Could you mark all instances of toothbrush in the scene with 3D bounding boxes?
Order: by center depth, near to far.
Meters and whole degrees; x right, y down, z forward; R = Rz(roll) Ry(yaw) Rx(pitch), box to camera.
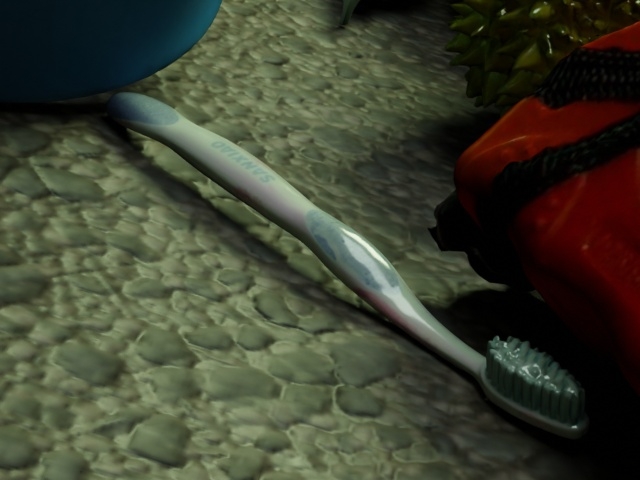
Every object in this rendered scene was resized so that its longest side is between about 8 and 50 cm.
[{"bbox_3d":[0.000,0.000,0.638,0.021,0.027,0.269,-25,45,-37],"label":"toothbrush"}]

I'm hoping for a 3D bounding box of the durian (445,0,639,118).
[{"bbox_3d":[0.177,-0.108,0.788,0.237,0.176,0.200,9,41,10],"label":"durian"}]

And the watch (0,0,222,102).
[{"bbox_3d":[-0.116,-0.190,0.749,0.305,0.241,0.274,2,45,-14],"label":"watch"}]

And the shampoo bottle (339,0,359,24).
[{"bbox_3d":[0.044,-0.177,0.986,0.056,0.056,0.195,20,25,6],"label":"shampoo bottle"}]

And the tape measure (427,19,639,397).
[{"bbox_3d":[0.191,-0.020,0.555,0.114,0.260,0.253,40,9,-40],"label":"tape measure"}]
